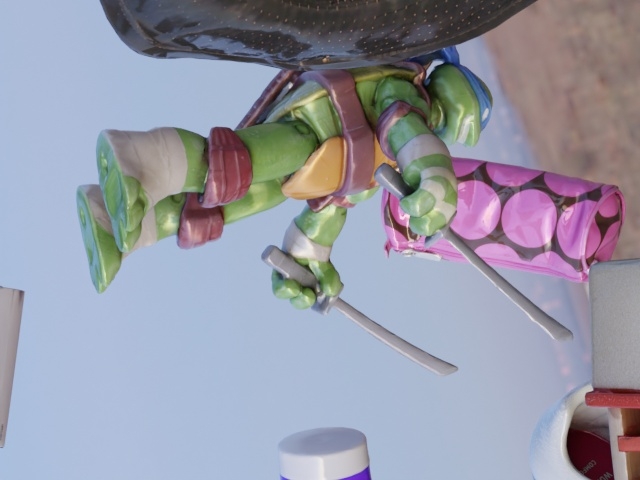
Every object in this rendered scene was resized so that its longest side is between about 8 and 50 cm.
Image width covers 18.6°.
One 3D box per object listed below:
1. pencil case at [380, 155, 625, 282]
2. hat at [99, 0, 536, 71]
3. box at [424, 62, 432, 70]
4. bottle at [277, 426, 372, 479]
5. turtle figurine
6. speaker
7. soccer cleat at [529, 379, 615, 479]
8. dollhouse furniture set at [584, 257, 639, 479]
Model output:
[{"bbox_3d":[0.159,-0.017,1.728,0.095,0.209,0.098,60,-137,-56],"label":"pencil case"},{"bbox_3d":[0.029,-0.214,0.890,0.331,0.331,0.134,61,-171,-66],"label":"hat"},{"bbox_3d":[0.038,-0.137,1.827,0.021,0.164,0.201,54,-152,-11],"label":"box"},{"bbox_3d":[0.016,0.281,1.444,0.118,0.092,0.283,-29,-64,-62],"label":"bottle"},{"bbox_3d":[0.000,0.000,1.195,0.198,0.266,0.275,-146,49,-66],"label":"turtle figurine"},{"bbox_3d":[-0.283,0.104,1.641,0.055,0.055,0.136,43,-127,-80],"label":"speaker"},{"bbox_3d":[0.303,0.246,1.593,0.331,0.116,0.143,39,151,20],"label":"soccer cleat"},{"bbox_3d":[0.265,0.065,0.966,0.262,0.259,0.135,-8,-89,-45],"label":"dollhouse furniture set"}]
